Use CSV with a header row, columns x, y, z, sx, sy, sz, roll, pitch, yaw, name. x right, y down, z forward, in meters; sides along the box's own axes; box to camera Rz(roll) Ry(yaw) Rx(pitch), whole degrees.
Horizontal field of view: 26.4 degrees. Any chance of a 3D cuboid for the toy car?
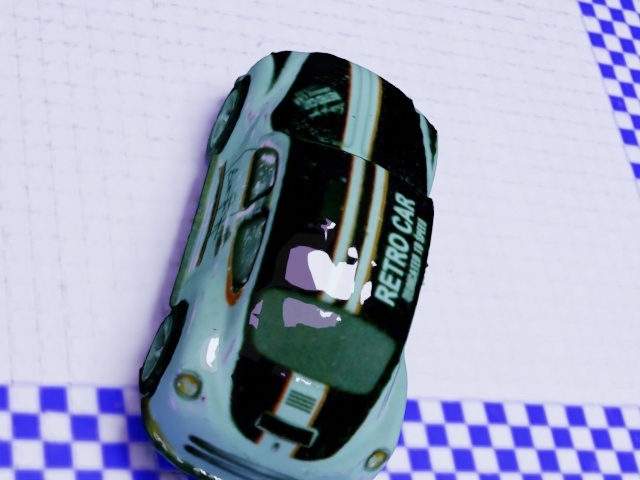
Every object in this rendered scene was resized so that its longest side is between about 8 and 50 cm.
x,y,z,sx,sy,sz,roll,pitch,yaw,name
0.000,0.000,0.774,0.136,0.125,0.305,24,52,-14,toy car
